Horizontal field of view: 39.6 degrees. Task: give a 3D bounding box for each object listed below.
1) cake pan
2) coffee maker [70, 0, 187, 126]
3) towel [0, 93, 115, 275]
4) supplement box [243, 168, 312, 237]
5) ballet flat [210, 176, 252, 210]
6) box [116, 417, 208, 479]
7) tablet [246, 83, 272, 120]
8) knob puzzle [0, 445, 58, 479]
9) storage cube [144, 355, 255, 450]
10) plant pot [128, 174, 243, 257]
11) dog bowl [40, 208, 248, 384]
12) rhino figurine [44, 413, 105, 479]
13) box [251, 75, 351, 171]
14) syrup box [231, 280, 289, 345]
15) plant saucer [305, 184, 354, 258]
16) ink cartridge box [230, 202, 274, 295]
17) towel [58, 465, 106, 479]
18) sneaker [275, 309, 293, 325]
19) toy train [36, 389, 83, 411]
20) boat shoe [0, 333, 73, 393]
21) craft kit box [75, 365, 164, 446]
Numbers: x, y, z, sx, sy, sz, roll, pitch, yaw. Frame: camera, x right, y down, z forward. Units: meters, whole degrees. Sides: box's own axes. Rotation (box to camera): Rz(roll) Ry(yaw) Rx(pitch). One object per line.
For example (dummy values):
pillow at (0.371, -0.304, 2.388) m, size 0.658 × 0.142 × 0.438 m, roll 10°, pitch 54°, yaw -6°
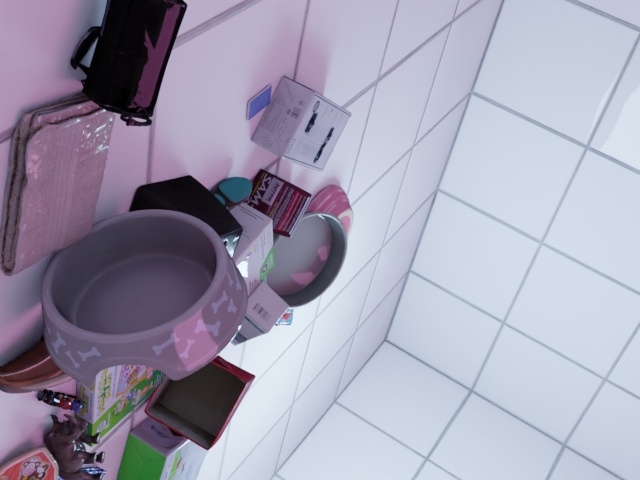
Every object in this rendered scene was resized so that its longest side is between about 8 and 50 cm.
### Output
cake pan at (-0.052, 0.047, 2.424) m, size 0.293 × 0.054 × 0.293 m, roll -23°, pitch 128°, yaw -33°
coffee maker at (-0.259, -0.275, 1.278) m, size 0.120 × 0.171 × 0.178 m, roll -4°, pitch 122°, yaw -51°
towel at (-0.403, -0.089, 1.373) m, size 0.187 × 0.049 × 0.282 m, roll -36°, pitch 150°, yaw -53°
supplement box at (-0.108, -0.087, 2.183) m, size 0.130 × 0.073 × 0.239 m, roll -62°, pitch 164°, yaw 2°
ballet flat at (-0.219, -0.082, 1.915) m, size 0.188 × 0.070 × 0.070 m, roll -36°, pitch 151°, yaw -50°
box at (-0.402, 0.567, 2.308) m, size 0.231 × 0.127 × 0.262 m, roll -35°, pitch 150°, yaw -56°
tablet at (-0.131, -0.294, 1.896) m, size 0.083 × 0.006 × 0.054 m, roll -45°, pitch 158°, yaw -38°
knob puzzle at (-0.585, 0.491, 1.736) m, size 0.213 × 0.030 × 0.213 m, roll -32°, pitch 139°, yaw -34°
storage cube at (-0.289, 0.373, 2.165) m, size 0.215 × 0.183 × 0.193 m, roll -60°, pitch 176°, yaw -2°
plant pot at (-0.263, 0.003, 1.723) m, size 0.188 × 0.167 × 0.187 m, roll -26°, pitch 142°, yaw -64°
dog bowl at (-0.300, 0.082, 1.482) m, size 0.349 × 0.349 × 0.102 m, roll -48°, pitch 147°, yaw -35°
rhino figurine at (-0.508, 0.422, 1.820) m, size 0.243 × 0.106 × 0.073 m, roll 97°, pitch -3°, yaw -49°
box at (-0.039, -0.264, 2.071) m, size 0.169 × 0.087 × 0.290 m, roll -63°, pitch 163°, yaw 8°
syrup box at (-0.180, 0.185, 2.204) m, size 0.096 × 0.093 × 0.237 m, roll -51°, pitch -169°, yaw -29°
plant saucer at (0.000, 0.000, 2.619) m, size 0.332 × 0.084 × 0.332 m, roll -52°, pitch 162°, yaw -25°
ink cartridge box at (-0.231, 0.075, 2.015) m, size 0.278 × 0.117 × 0.201 m, roll -51°, pitch 161°, yaw -28°
towel at (-0.606, 0.608, 1.938) m, size 0.243 × 0.040 × 0.336 m, roll -59°, pitch 163°, yaw -3°
sneaker at (-0.141, 0.172, 2.516) m, size 0.262 × 0.104 × 0.125 m, roll 20°, pitch 81°, yaw -77°
toy train at (-0.507, 0.316, 1.750) m, size 0.027 × 0.036 × 0.158 m, roll -58°, pitch 163°, yaw -8°
boat shoe at (-0.444, 0.167, 1.600) m, size 0.324 × 0.123 × 0.116 m, roll -30°, pitch 113°, yaw -44°
craft kit box at (-0.423, 0.283, 1.915) m, size 0.246 × 0.061 × 0.250 m, roll -39°, pitch 153°, yaw -45°
